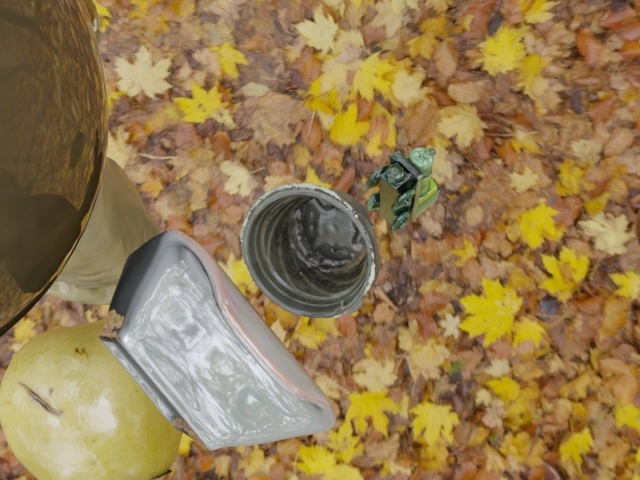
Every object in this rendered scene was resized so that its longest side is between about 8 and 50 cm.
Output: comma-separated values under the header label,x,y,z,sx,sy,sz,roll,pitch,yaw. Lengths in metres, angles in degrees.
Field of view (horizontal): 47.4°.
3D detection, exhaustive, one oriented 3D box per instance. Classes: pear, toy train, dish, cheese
label,x,y,z,sx,sy,sz,roll,pitch,yaw
pear,-0.375,0.283,1.227,0.310,0.309,0.309,1,104,3
toy train,0.148,-0.094,1.269,0.132,0.200,0.083,-40,75,-11
dish,-0.082,0.075,0.469,0.064,0.234,0.154,-41,99,-22
cheese,-0.350,-0.034,0.742,0.351,0.328,0.129,6,68,-5

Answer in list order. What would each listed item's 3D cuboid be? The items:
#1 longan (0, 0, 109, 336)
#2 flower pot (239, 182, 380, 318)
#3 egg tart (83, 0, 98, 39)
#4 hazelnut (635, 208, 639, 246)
label,x,y,z,sx,sy,sz,roll,pitch,yaw
longan,-0.296,-0.080,0.395,0.361,0.361,0.360,1,104,3
flower pot,0.000,0.000,1.192,0.236,0.140,0.235,10,116,21
egg tart,-0.508,-0.305,1.263,0.153,0.339,0.351,20,106,-9
hazelnut,0.691,-0.017,1.329,0.230,0.229,0.229,1,104,3
